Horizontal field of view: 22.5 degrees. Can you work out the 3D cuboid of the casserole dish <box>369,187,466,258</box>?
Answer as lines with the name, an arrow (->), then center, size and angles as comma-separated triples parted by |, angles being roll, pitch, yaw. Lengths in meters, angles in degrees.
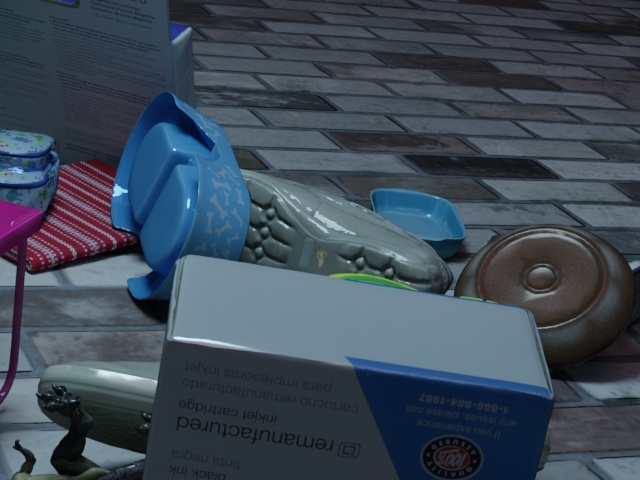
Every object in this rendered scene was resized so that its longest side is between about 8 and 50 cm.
casserole dish -> 0.119, -0.020, 2.020 | 0.114, 0.037, 0.188 | 7, 19, -7

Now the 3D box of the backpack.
backpack -> -0.347, -0.074, 1.788 | 0.105, 0.084, 0.114 | 8, 26, -2

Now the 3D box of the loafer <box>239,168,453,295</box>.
loafer -> 0.000, 0.000, 1.815 | 0.319, 0.112, 0.111 | 27, 20, 22

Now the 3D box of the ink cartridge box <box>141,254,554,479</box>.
ink cartridge box -> -0.003, 0.186, 0.983 | 0.223, 0.307, 0.129 | 9, 22, -5

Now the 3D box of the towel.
towel -> -0.290, -0.030, 1.858 | 0.199, 0.031, 0.275 | 26, 27, 33

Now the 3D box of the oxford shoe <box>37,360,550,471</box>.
oxford shoe -> -0.015, 0.123, 1.343 | 0.449, 0.130, 0.169 | 6, -14, -21

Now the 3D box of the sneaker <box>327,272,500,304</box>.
sneaker -> 0.088, 0.100, 1.561 | 0.295, 0.109, 0.123 | 3, 17, -19

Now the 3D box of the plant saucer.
plant saucer -> 0.239, 0.050, 1.725 | 0.198, 0.036, 0.199 | -7, 50, 9

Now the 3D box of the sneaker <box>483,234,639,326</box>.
sneaker -> 0.274, 0.044, 1.844 | 0.163, 0.086, 0.226 | 29, 28, 36

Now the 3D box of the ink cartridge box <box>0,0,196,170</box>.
ink cartridge box -> -0.310, -0.221, 1.952 | 0.324, 0.330, 0.071 | 16, 46, 13

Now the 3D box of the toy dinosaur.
toy dinosaur -> -0.166, 0.178, 1.206 | 0.268, 0.118, 0.064 | 7, 23, -7

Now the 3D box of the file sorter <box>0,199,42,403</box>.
file sorter -> -0.414, 0.053, 1.338 | 0.290, 0.182, 0.202 | 14, 21, 14

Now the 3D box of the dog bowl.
dog bowl -> -0.151, -0.042, 1.744 | 0.074, 0.166, 0.297 | 20, 24, -25
